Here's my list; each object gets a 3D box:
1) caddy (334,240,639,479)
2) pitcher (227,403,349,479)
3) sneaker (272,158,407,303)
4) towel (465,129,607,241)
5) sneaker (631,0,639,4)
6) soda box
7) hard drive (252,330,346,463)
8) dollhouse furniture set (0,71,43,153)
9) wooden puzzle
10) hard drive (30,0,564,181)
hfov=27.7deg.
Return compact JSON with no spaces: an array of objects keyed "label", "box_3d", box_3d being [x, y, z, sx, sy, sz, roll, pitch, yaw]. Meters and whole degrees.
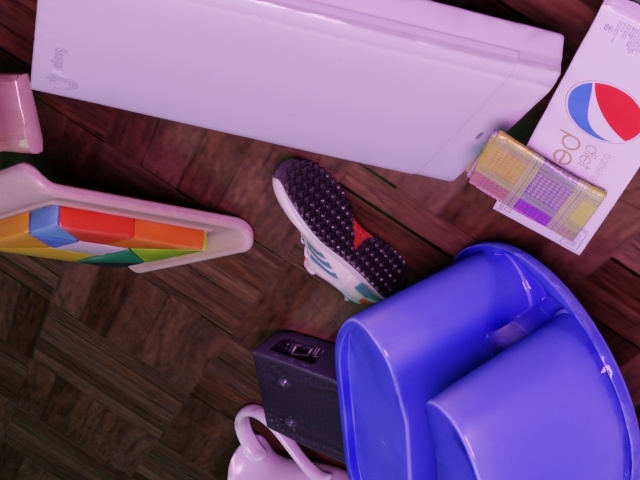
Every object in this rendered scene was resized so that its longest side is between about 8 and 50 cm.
[{"label":"caddy","box_3d":[0.144,0.164,1.042,0.241,0.179,0.341,47,151,45]},{"label":"pitcher","box_3d":[-0.018,0.289,1.481,0.207,0.125,0.178,26,135,32]},{"label":"sneaker","box_3d":[0.000,0.000,1.095,0.075,0.057,0.161,-16,128,44]},{"label":"towel","box_3d":[0.135,-0.036,0.824,0.083,0.009,0.060,31,149,4]},{"label":"sneaker","box_3d":[0.247,-0.126,0.648,0.267,0.106,0.101,20,145,15]},{"label":"soda box","box_3d":[0.178,-0.083,0.801,0.069,0.074,0.216,29,149,6]},{"label":"hard drive","box_3d":[0.059,0.181,1.303,0.254,0.054,0.172,20,147,19]},{"label":"dollhouse furniture set","box_3d":[-0.462,-0.194,0.967,0.256,0.362,0.394,7,115,37]},{"label":"wooden puzzle","box_3d":[-0.216,-0.008,1.200,0.238,0.044,0.221,16,163,-37]},{"label":"hard drive","box_3d":[-0.027,-0.115,0.835,0.307,0.040,0.203,12,162,-11]}]
